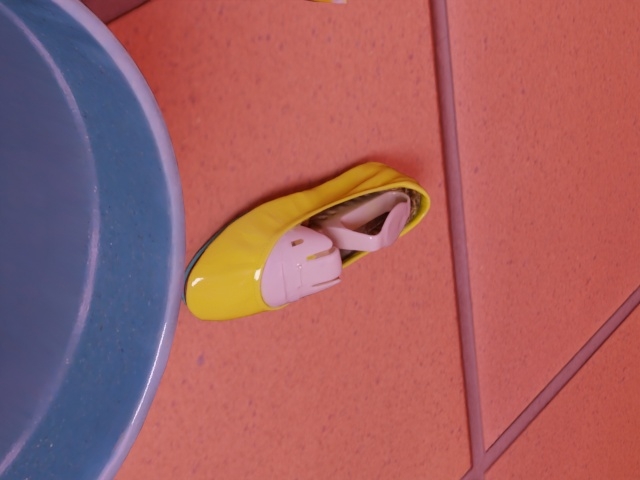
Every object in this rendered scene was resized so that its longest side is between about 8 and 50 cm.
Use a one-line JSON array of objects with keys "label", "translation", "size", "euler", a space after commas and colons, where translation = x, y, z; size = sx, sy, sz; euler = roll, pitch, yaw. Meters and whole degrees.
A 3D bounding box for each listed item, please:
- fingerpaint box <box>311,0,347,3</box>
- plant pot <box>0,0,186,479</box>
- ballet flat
[{"label": "fingerpaint box", "translation": [-0.139, -0.329, 0.407], "size": [0.371, 0.163, 0.444], "euler": [9, 101, -17]}, {"label": "plant pot", "translation": [-0.237, -0.002, 0.494], "size": [0.272, 0.255, 0.271], "euler": [-24, 125, -40]}, {"label": "ballet flat", "translation": [0.000, 0.000, 0.963], "size": [0.231, 0.077, 0.077], "euler": [-30, 128, -42]}]
